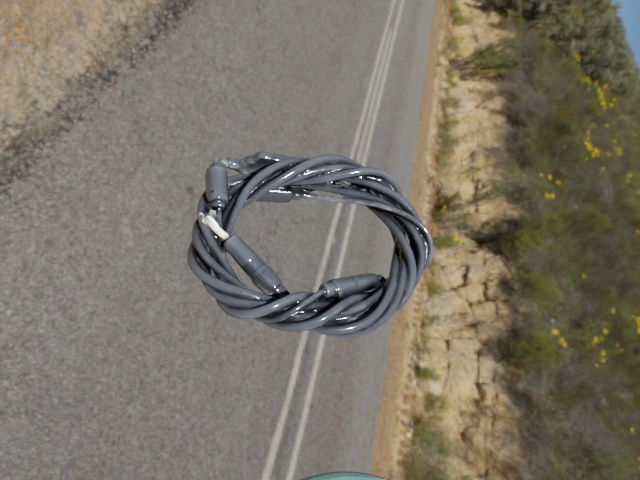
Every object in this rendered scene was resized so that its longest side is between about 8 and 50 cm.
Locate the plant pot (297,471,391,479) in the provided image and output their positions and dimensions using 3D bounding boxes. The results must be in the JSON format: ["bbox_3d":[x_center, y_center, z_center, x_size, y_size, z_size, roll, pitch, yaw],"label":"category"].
[{"bbox_3d":[0.038,0.306,0.455,0.272,0.271,0.255,-73,149,-43],"label":"plant pot"}]

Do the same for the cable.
[{"bbox_3d":[0.000,0.000,0.480,0.047,0.184,0.151,117,-20,-49],"label":"cable"}]
